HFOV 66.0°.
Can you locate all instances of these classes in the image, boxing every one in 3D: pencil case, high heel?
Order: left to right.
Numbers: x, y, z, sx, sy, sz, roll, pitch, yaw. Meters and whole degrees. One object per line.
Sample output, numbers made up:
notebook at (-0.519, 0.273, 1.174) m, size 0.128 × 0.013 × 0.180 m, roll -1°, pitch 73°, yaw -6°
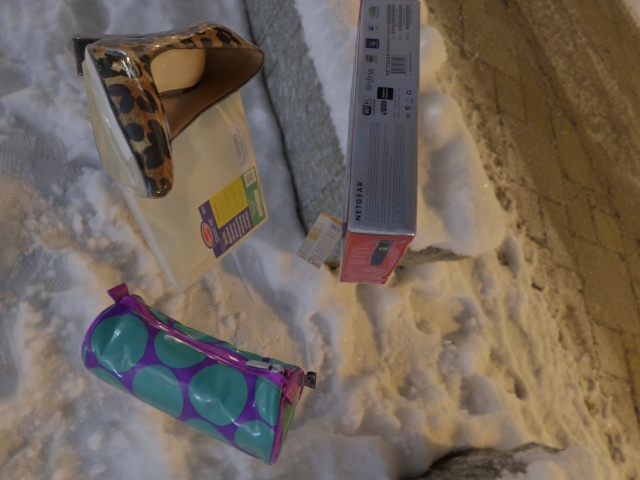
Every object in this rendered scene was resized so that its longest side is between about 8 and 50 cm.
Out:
pencil case at (-0.084, 0.088, 0.334) m, size 0.152 × 0.070 × 0.064 m, roll 19°, pitch 23°, yaw 14°
high heel at (-0.101, -0.126, 0.425) m, size 0.186 × 0.093 × 0.261 m, roll -11°, pitch 44°, yaw -25°

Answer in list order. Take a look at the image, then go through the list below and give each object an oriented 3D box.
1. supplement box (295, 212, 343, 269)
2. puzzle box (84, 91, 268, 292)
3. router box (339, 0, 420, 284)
supplement box at (0.000, 0.000, 0.937) m, size 0.036 × 0.062 × 0.098 m, roll 32°, pitch 89°, yaw -23°
puzzle box at (-0.241, -0.116, 0.950) m, size 0.052 × 0.408 × 0.272 m, roll 28°, pitch 55°, yaw 29°
router box at (0.082, -0.123, 0.748) m, size 0.082 × 0.301 × 0.335 m, roll 4°, pitch 73°, yaw 1°
